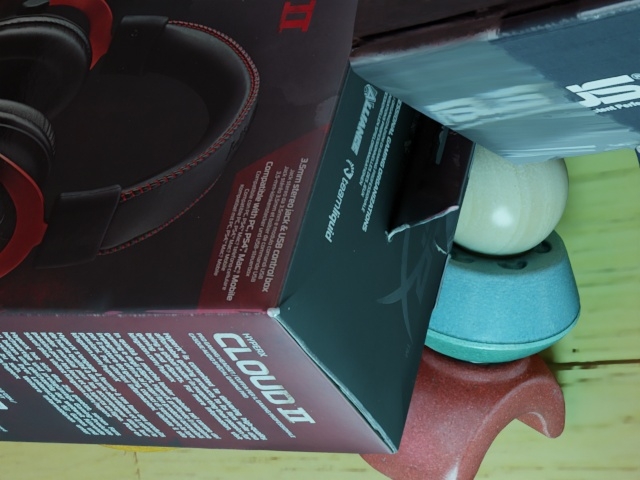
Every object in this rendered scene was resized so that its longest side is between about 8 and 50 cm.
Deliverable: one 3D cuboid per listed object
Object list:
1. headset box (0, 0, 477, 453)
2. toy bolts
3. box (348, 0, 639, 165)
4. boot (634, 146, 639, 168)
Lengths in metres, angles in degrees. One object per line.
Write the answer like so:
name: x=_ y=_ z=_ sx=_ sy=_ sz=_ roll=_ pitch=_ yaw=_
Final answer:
headset box: x=-0.065 y=-0.035 z=0.775 sx=0.293 sy=0.110 sz=0.218 roll=-1 pitch=57 yaw=30
toy bolts: x=0.000 y=0.000 z=0.843 sx=0.228 sy=0.218 sz=0.158 roll=25 pitch=123 yaw=29
box: x=0.179 y=-0.234 z=0.548 sx=0.318 sy=0.097 sz=0.395 roll=-8 pitch=65 yaw=46
boot: x=0.182 y=-0.071 z=0.724 sx=0.190 sy=0.069 sz=0.086 roll=-35 pitch=74 yaw=46
